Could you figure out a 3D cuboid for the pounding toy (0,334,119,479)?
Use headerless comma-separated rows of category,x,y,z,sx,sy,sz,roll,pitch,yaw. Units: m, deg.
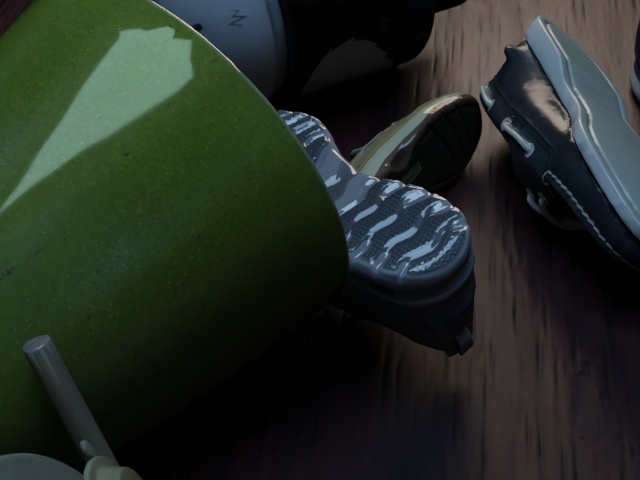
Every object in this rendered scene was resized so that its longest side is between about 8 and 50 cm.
pounding toy,-0.167,0.193,0.764,0.110,0.183,0.237,-22,27,24

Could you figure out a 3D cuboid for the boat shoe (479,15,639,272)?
boat shoe,0.194,-0.058,1.122,0.114,0.091,0.302,33,24,-22

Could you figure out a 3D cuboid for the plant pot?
plant pot,-0.180,0.034,0.918,0.275,0.274,0.293,25,59,37

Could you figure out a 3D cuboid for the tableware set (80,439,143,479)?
tableware set,-0.080,0.182,0.762,0.020,0.141,0.168,-29,32,13

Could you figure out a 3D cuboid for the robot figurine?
robot figurine,-0.009,-0.215,1.315,0.278,0.209,0.173,-19,58,-20

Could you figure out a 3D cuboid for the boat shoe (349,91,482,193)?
boat shoe,0.055,-0.062,1.173,0.072,0.068,0.190,8,35,39

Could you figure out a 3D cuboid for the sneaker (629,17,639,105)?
sneaker,0.308,-0.127,1.171,0.107,0.124,0.283,-10,34,-5

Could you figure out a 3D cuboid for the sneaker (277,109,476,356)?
sneaker,0.000,0.000,1.045,0.105,0.115,0.281,-34,41,-18
